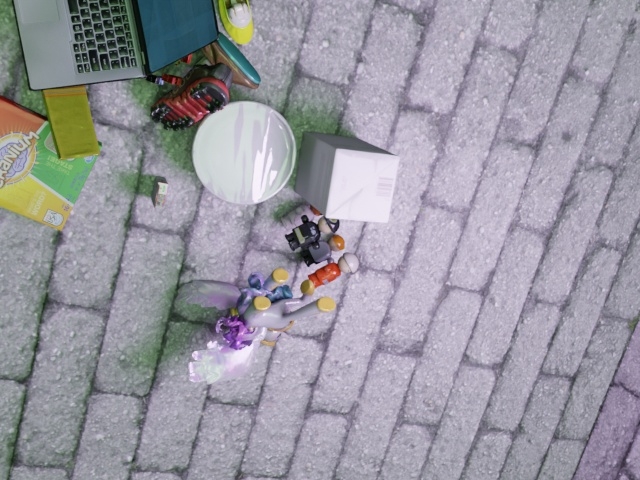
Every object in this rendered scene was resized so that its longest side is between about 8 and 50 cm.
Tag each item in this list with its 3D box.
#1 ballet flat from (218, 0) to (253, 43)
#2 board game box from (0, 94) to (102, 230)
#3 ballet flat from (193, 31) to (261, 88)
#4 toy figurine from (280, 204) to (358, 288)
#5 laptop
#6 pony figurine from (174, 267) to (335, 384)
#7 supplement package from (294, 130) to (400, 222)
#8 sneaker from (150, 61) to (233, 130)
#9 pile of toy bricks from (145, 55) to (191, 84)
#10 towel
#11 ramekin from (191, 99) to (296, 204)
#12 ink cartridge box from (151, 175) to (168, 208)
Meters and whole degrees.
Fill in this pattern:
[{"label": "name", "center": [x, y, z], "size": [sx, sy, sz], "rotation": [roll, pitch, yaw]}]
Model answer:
[{"label": "ballet flat", "center": [-0.214, -0.599, 1.696], "size": [0.077, 0.077, 0.231], "rotation": [-18, 112, -14]}, {"label": "board game box", "center": [-0.727, -0.195, 1.657], "size": [0.316, 0.064, 0.242], "rotation": [25, 98, -24]}, {"label": "ballet flat", "center": [-0.294, -0.490, 1.696], "size": [0.124, 0.116, 0.342], "rotation": [-33, 116, 16]}, {"label": "toy figurine", "center": [0.000, 0.000, 1.892], "size": [0.148, 0.209, 0.213], "rotation": [-27, 114, 4]}, {"label": "laptop", "center": [-0.463, -0.560, 1.476], "size": [0.407, 0.236, 0.382], "rotation": [-11, 90, -15]}, {"label": "pony figurine", "center": [-0.182, 0.209, 1.840], "size": [0.350, 0.303, 0.363], "rotation": [4, 151, -28]}, {"label": "supplement package", "center": [0.061, -0.173, 1.811], "size": [0.175, 0.293, 0.178], "rotation": [3, 106, -20]}, {"label": "sneaker", "center": [-0.309, -0.356, 1.679], "size": [0.097, 0.276, 0.135], "rotation": [41, 53, -33]}, {"label": "pile of toy bricks", "center": [-0.382, -0.441, 1.647], "size": [0.105, 0.212, 0.118], "rotation": [-15, 127, -63]}, {"label": "towel", "center": [-0.600, -0.314, 1.637], "size": [0.102, 0.021, 0.237], "rotation": [-14, 93, -28]}, {"label": "ramekin", "center": [-0.207, -0.236, 1.790], "size": [0.272, 0.127, 0.273], "rotation": [-6, 108, -17]}, {"label": "ink cartridge box", "center": [-0.411, -0.122, 1.762], "size": [0.029, 0.115, 0.063], "rotation": [10, 104, -21]}]
